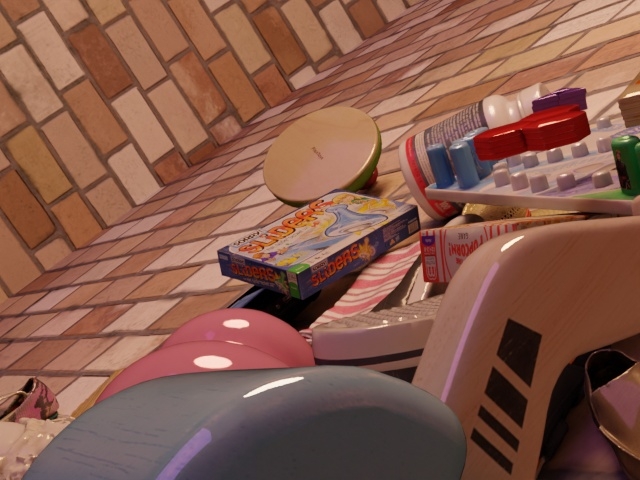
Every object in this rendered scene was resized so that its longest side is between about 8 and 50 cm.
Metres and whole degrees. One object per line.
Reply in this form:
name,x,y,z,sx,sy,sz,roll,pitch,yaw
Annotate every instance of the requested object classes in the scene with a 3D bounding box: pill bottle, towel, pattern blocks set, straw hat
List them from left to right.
towel,0.073,0.042,1.280,0.144,0.029,0.197,-26,14,43
pill bottle,0.191,-0.105,1.395,0.180,0.108,0.108,-27,14,24
straw hat,0.177,-0.019,1.216,0.144,0.061,0.144,-31,13,8
pattern blocks set,0.296,-0.117,0.847,0.325,0.026,0.285,-10,12,33

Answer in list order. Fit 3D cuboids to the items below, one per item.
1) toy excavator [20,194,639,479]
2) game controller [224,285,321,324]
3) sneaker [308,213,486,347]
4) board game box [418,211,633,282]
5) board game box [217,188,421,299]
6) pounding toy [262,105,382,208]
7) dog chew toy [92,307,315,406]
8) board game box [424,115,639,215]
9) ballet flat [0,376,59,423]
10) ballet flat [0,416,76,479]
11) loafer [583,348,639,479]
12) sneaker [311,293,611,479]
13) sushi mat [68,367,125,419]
toy excavator,0.036,0.121,0.525,0.222,0.433,0.445,-10,60,59
game controller,-0.129,0.121,1.405,0.319,0.067,0.166,-39,15,-30
sneaker,0.057,0.078,1.034,0.147,0.104,0.296,-16,24,36
board game box,0.195,0.001,0.934,0.193,0.045,0.147,-6,1,-22
board game box,0.000,0.000,1.396,0.136,0.035,0.201,13,32,43
pounding toy,0.020,-0.076,1.763,0.183,0.110,0.237,-17,47,17
dog chew toy,-0.074,0.159,0.772,0.206,0.206,0.332,-27,22,22
board game box,0.326,-0.111,1.002,0.390,0.050,0.390,-19,9,-16
ballet flat,-0.449,0.262,1.605,0.221,0.079,0.077,-41,16,-31
ballet flat,-0.318,0.225,0.952,0.409,0.147,0.147,-32,12,26
loafer,0.193,0.107,0.737,0.056,0.050,0.148,-33,13,-3
sneaker,0.114,0.096,0.836,0.126,0.127,0.321,-8,1,42
sushi mat,-0.321,0.265,1.312,0.151,0.019,0.316,-43,7,39
